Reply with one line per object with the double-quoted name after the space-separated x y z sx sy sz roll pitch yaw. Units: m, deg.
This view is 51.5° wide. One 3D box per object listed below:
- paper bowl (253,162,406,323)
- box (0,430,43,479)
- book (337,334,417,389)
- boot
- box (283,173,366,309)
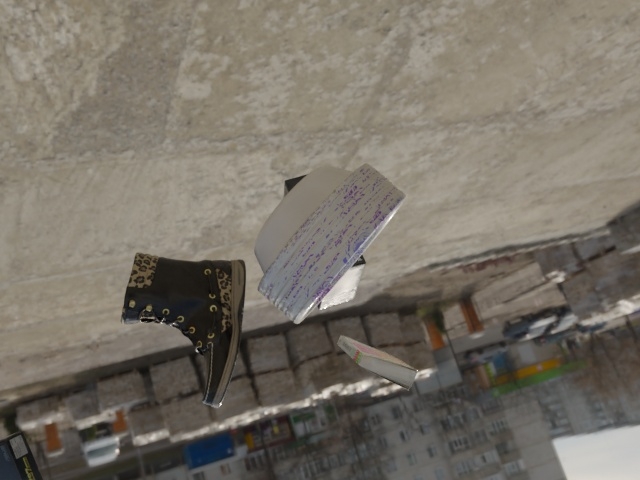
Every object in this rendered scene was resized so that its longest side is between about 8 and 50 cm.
0.001 -0.011 1.113 0.284 0.148 0.284 -49 174 -7 "paper bowl"
-0.725 0.578 1.530 0.183 0.233 0.059 -23 178 22 "box"
0.090 0.197 1.107 0.096 0.035 0.144 24 179 -13 "book"
-0.334 0.201 1.601 0.284 0.378 0.138 10 155 -12 "boot"
0.000 0.000 1.546 0.103 0.261 0.184 -16 152 -17 "box"
